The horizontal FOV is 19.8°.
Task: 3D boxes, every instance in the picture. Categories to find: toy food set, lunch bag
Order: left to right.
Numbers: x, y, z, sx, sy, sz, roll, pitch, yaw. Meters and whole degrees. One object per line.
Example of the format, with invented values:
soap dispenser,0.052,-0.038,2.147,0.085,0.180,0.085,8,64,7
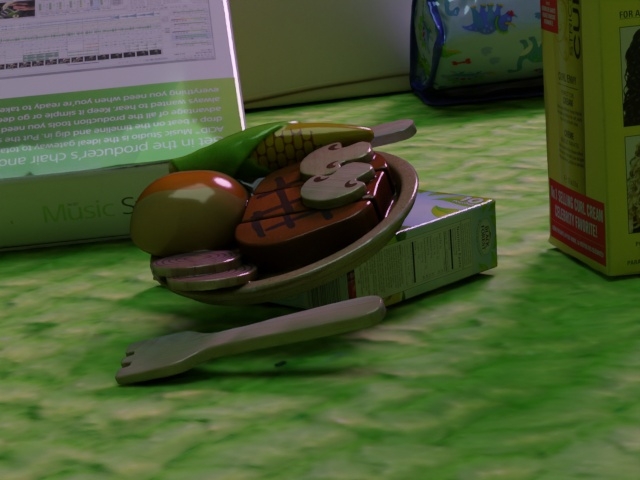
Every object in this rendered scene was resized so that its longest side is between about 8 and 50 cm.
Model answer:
toy food set,-0.023,-0.014,0.799,0.132,0.038,0.192,-14,26,13
lunch bag,0.135,-0.153,1.386,0.129,0.096,0.151,-6,-17,-5

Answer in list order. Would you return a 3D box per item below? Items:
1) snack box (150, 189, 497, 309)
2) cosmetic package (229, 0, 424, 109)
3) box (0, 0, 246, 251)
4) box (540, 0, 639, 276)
snack box,0.000,0.000,0.875,0.100,0.037,0.141,-17,18,-42
cosmetic package,0.003,-0.179,1.505,0.310,0.113,0.160,-9,13,-13
box,-0.168,-0.118,1.102,0.232,0.058,0.322,-6,40,-3
box,0.139,-0.106,0.848,0.058,0.232,0.087,-7,14,-11
